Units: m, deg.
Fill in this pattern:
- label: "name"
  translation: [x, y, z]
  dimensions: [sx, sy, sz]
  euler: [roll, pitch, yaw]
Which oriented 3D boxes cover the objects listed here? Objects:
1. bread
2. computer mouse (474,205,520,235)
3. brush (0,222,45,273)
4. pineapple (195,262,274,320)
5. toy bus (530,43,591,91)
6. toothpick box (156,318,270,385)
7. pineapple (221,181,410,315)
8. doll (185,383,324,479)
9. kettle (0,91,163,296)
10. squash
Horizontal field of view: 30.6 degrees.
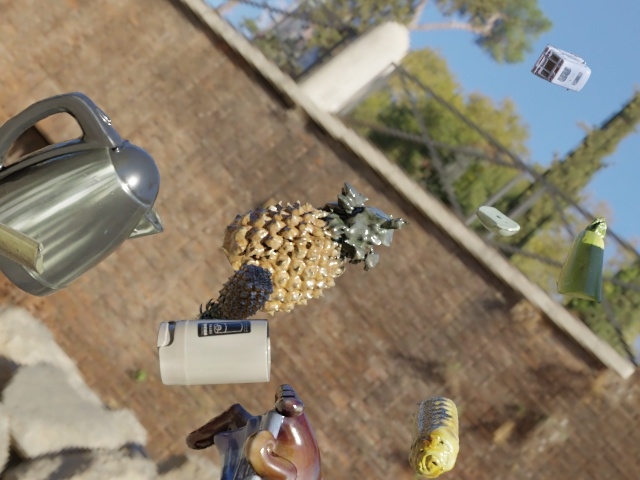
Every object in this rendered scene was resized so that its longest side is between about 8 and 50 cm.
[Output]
- label: "bread"
  translation: [0.190, 0.319, 1.938]
  dimensions: [0.367, 0.084, 0.077]
  euler: [-14, 81, -83]
- label: "computer mouse"
  translation: [0.337, -0.034, 2.257]
  dimensions: [0.110, 0.056, 0.032]
  euler: [43, -54, 47]
- label: "brush"
  translation: [-0.421, -0.019, 1.360]
  dimensions: [0.248, 0.036, 0.043]
  euler: [25, -41, 23]
- label: "pineapple"
  translation: [-0.160, 0.127, 2.134]
  dimensions: [0.103, 0.221, 0.083]
  euler: [46, 22, 2]
- label: "toy bus"
  translation: [0.516, -0.359, 2.478]
  dimensions: [0.076, 0.073, 0.167]
  euler: [41, 22, 31]
- label: "toothpick box"
  translation: [-0.177, 0.187, 1.959]
  dimensions: [0.111, 0.180, 0.111]
  euler: [-1, 90, -89]
- label: "pineapple"
  translation: [0.000, -0.001, 2.309]
  dimensions: [0.223, 0.357, 0.223]
  euler: [-22, 90, -83]
- label: "doll"
  translation: [-0.131, 0.362, 1.517]
  dimensions: [0.209, 0.340, 0.318]
  euler: [28, -38, 9]
- label: "kettle"
  translation: [-0.380, -0.077, 1.838]
  dimensions: [0.251, 0.271, 0.207]
  euler: [67, 15, 16]
- label: "squash"
  translation: [0.524, 0.039, 2.305]
  dimensions: [0.090, 0.200, 0.075]
  euler: [11, -32, 16]
